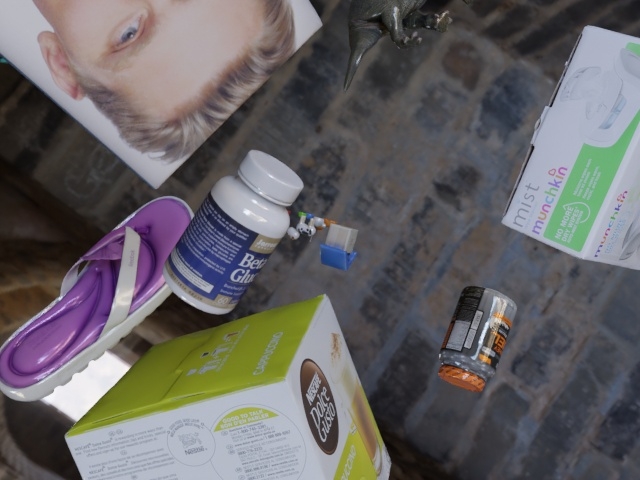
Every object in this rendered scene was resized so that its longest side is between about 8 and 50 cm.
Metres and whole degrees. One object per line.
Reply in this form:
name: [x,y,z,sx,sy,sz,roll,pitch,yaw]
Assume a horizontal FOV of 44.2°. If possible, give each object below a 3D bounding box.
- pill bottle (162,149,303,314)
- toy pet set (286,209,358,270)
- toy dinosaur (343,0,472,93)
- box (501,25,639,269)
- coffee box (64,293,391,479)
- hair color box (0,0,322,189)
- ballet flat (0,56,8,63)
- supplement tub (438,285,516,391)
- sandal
pill bottle: [-0.092,-0.011,0.858,0.169,0.094,0.094,-55,8,18]
toy pet set: [0.000,0.000,1.214,0.122,0.114,0.065,3,-76,-70]
toy dinosaur: [0.109,-0.342,1.103,0.160,0.121,0.313,31,99,42]
box: [0.376,-0.109,1.015,0.231,0.127,0.262,9,-74,-52]
coffee box: [-0.115,0.323,1.214,0.338,0.334,0.337,-17,11,14]
hair color box: [-0.154,-0.198,0.449,0.174,0.347,0.105,-45,52,-2]
ballet flat: [-0.222,-0.212,0.834,0.080,0.232,0.073,-162,75,-65]
supplement tub: [0.309,0.196,1.570,0.190,0.117,0.117,-67,13,-15]
sandal: [-0.342,0.072,1.233,0.416,0.169,0.102,-54,-28,-26]
